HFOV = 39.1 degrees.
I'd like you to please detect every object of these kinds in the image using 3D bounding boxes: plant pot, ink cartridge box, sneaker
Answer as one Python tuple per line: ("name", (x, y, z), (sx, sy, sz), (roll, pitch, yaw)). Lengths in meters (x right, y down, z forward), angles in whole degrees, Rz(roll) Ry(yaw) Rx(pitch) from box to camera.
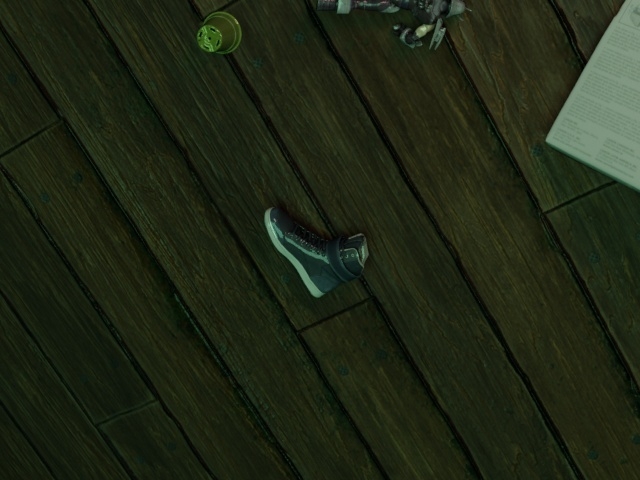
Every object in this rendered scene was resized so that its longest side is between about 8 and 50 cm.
("plant pot", (-0.206, -0.401, 1.761), (0.083, 0.079, 0.083), (5, 112, 12))
("ink cartridge box", (0.615, -0.267, 1.549), (0.308, 0.091, 0.385), (36, 103, 37))
("sneaker", (0.001, -0.001, 1.857), (0.163, 0.086, 0.226), (-24, 114, 32))

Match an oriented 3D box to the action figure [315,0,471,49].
("action figure", (0.139, -0.454, 1.655), (0.284, 0.099, 0.186), (12, 106, 4))
